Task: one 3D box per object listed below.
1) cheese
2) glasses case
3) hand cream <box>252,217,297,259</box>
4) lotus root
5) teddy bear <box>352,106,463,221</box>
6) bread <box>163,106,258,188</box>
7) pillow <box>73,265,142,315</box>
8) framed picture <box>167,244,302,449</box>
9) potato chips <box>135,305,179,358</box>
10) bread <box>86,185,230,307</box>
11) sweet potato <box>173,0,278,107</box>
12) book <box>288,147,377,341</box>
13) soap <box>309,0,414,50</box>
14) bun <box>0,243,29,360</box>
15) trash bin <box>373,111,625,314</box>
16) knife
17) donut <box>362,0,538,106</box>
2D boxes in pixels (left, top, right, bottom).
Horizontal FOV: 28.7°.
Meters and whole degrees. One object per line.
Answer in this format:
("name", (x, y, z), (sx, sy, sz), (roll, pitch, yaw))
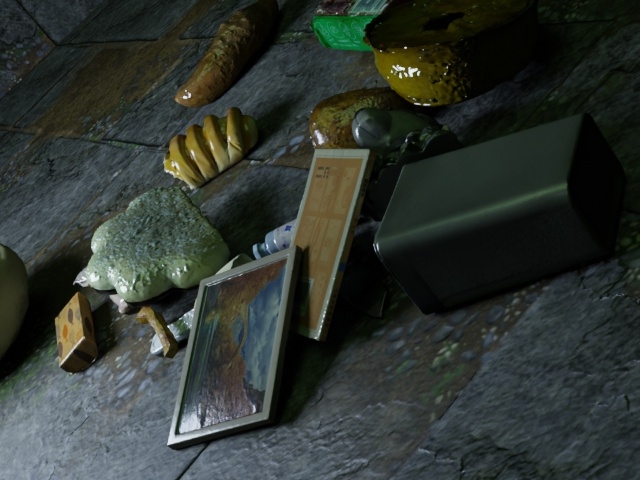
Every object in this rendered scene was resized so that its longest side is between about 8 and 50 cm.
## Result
("cheese", (-0.156, 0.101, 1.747), (0.235, 0.050, 0.127), (-35, 33, 30))
("glasses case", (-0.385, 0.149, 1.987), (0.064, 0.041, 0.170), (-49, 26, 8))
("hand cream", (-0.016, -0.015, 1.754), (0.171, 0.043, 0.065), (-26, 35, 18))
("lotus root", (0.070, -0.182, 1.850), (0.191, 0.094, 0.108), (-22, 64, 20))
("teddy bear", (0.093, -0.095, 1.627), (0.171, 0.144, 0.251), (-52, 22, 7))
("bread", (-0.191, -0.167, 2.180), (0.177, 0.084, 0.119), (-30, 28, 11))
("pillow", (-0.299, 0.040, 2.013), (0.173, 0.067, 0.270), (-42, 26, -18))
("framed picture", (-0.108, 0.135, 1.591), (0.184, 0.016, 0.249), (-20, 49, 38))
("potato chips", (-0.230, 0.126, 1.771), (0.037, 0.026, 0.204), (-63, 24, 2))
("bread", (-0.262, 0.011, 1.900), (0.207, 0.056, 0.286), (-32, 34, -14))
("sweet potato", (-0.167, -0.397, 2.495), (0.341, 0.092, 0.114), (-55, 13, -29))
("book", (0.001, 0.000, 1.586), (0.170, 0.018, 0.241), (11, 85, 66))
("soap", (0.103, -0.403, 2.139), (0.218, 0.098, 0.273), (-47, 27, -15))
("bun", (-0.657, 0.147, 2.149), (0.326, 0.234, 0.362), (4, 34, 47))
("trash bin", (0.205, -0.035, 1.407), (0.241, 0.122, 0.164), (-19, 32, 33))
("knife", (0.042, 0.048, 1.606), (0.060, 0.028, 0.230), (-51, 28, 6))
("donut", (0.191, -0.280, 1.780), (0.272, 0.107, 0.272), (-14, 26, 7))
